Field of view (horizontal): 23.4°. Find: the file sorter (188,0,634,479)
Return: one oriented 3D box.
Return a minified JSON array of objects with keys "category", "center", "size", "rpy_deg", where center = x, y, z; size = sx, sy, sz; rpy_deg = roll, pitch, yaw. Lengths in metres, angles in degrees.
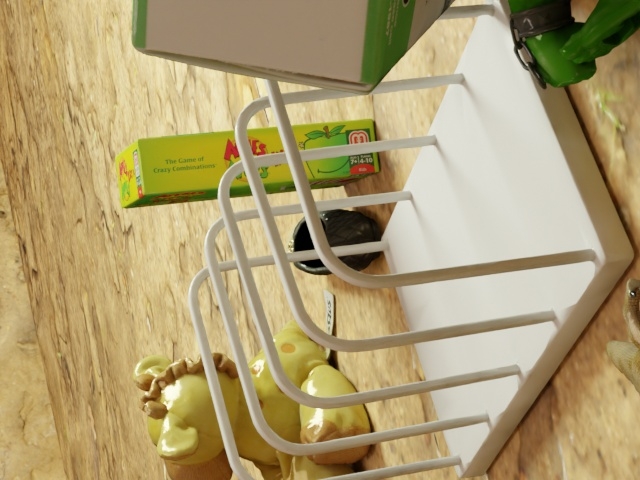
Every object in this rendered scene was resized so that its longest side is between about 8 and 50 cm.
[{"category":"file sorter","center":[0.035,0.013,0.943],"size":[0.277,0.173,0.192],"rpy_deg":[111,147,-54]}]

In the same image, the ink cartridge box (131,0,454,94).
[{"category":"ink cartridge box","center":[0.014,-0.215,0.776],"size":[0.289,0.122,0.211],"rpy_deg":[-52,-31,-65]}]

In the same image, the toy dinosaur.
[{"category":"toy dinosaur","center":[0.167,0.060,0.749],"size":[0.183,0.053,0.092],"rpy_deg":[-138,43,-64]}]

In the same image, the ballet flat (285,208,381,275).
[{"category":"ballet flat","center":[0.000,0.000,1.238],"size":[0.173,0.049,0.057],"rpy_deg":[172,92,-72]}]

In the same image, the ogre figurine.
[{"category":"ogre figurine","center":[0.129,-0.166,0.735],"size":[0.118,0.097,0.197],"rpy_deg":[58,170,16]}]

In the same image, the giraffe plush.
[{"category":"giraffe plush","center":[-0.065,0.154,1.295],"size":[0.181,0.171,0.210],"rpy_deg":[175,89,-72]}]

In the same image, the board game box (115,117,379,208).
[{"category":"board game box","center":[-0.057,-0.058,1.178],"size":[0.092,0.181,0.043],"rpy_deg":[162,101,-71]}]
